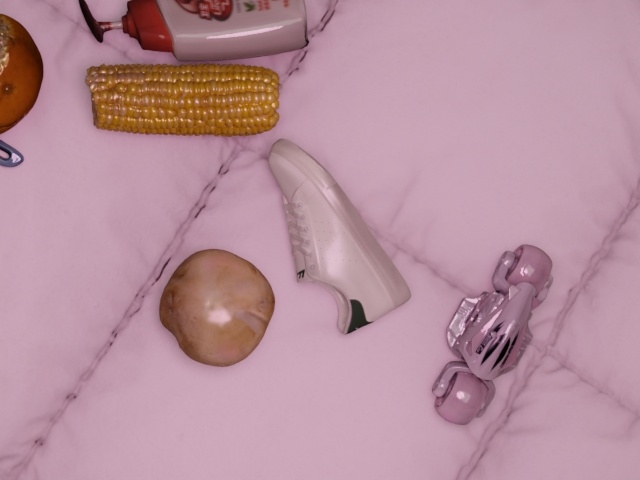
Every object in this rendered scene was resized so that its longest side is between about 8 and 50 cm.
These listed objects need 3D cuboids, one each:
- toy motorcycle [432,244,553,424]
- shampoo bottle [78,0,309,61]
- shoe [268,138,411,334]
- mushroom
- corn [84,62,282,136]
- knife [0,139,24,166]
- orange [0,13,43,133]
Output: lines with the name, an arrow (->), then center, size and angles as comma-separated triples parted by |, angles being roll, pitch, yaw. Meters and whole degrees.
toy motorcycle -> 0.225, 0.119, 1.557 | 0.112, 0.112, 0.254 | 29, 82, -5
shampoo bottle -> -0.161, -0.291, 1.541 | 0.284, 0.071, 0.153 | -8, 59, -7
shoe -> 0.000, 0.000, 1.540 | 0.110, 0.095, 0.265 | -40, 94, -10
mushroom -> -0.128, 0.082, 1.502 | 0.148, 0.112, 0.148 | 1, 82, -8
corn -> -0.171, -0.177, 1.528 | 0.244, 0.093, 0.093 | 1, 85, -5
knife -> -0.513, -0.168, 1.513 | 0.313, 0.019, 0.044 | 30, 84, -3
orange -> -0.414, -0.201, 1.469 | 0.134, 0.156, 0.156 | 19, 79, 38
